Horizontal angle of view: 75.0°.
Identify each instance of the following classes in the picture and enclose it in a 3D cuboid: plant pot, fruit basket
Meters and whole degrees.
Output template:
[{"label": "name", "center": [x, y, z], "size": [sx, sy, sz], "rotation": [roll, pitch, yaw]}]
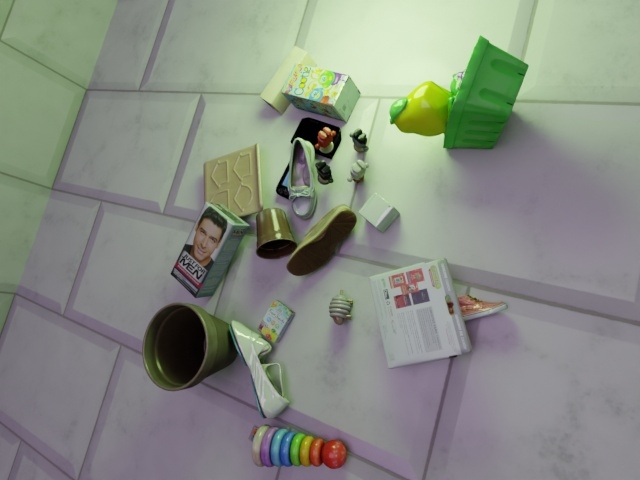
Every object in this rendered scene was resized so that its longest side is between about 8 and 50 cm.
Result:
[{"label": "plant pot", "center": [-0.191, -0.033, 1.699], "size": [0.167, 0.167, 0.165], "rotation": [-25, 60, 19]}, {"label": "fruit basket", "center": [0.429, -0.455, 1.367], "size": [0.392, 0.392, 0.282], "rotation": [21, 88, 29]}, {"label": "plant pot", "center": [-0.483, 0.417, 1.657], "size": [0.324, 0.280, 0.322], "rotation": [-6, 75, 24]}]

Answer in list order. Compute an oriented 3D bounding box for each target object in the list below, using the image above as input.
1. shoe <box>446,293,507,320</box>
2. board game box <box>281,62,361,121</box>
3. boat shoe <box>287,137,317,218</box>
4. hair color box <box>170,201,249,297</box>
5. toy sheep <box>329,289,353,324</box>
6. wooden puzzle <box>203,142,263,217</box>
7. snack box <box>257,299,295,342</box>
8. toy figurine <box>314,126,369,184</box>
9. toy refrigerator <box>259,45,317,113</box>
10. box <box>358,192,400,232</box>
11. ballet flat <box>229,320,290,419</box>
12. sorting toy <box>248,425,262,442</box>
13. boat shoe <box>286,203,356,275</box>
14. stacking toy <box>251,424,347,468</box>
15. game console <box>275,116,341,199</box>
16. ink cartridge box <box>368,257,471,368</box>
[{"label": "shoe", "center": [0.498, 0.207, 1.343], "size": [0.178, 0.064, 0.081], "rotation": [-22, 73, 26]}, {"label": "board game box", "center": [0.002, -0.619, 1.746], "size": [0.276, 0.144, 0.141], "rotation": [25, 89, 28]}, {"label": "boat shoe", "center": [-0.080, -0.247, 1.685], "size": [0.118, 0.103, 0.319], "rotation": [4, 93, 17]}, {"label": "hair color box", "center": [-0.480, 0.042, 1.798], "size": [0.185, 0.114, 0.374], "rotation": [36, 105, 23]}, {"label": "toy sheep", "center": [0.074, 0.246, 1.536], "size": [0.091, 0.091, 0.131], "rotation": [-5, 62, 25]}, {"label": "wooden puzzle", "center": [-0.389, -0.243, 1.892], "size": [0.348, 0.081, 0.321], "rotation": [-14, 71, 28]}, {"label": "snack box", "center": [-0.177, 0.322, 1.666], "size": [0.100, 0.037, 0.141], "rotation": [32, 92, 28]}, {"label": "toy figurine", "center": [0.083, -0.322, 1.620], "size": [0.210, 0.148, 0.212], "rotation": [0, 78, 3]}, {"label": "toy refrigerator", "center": [-0.146, -0.716, 1.868], "size": [0.094, 0.102, 0.269], "rotation": [39, 97, 28]}, {"label": "box", "center": [0.217, -0.102, 1.545], "size": [0.102, 0.087, 0.101], "rotation": [44, 98, 28]}, {"label": "ballet flat", "center": [-0.228, 0.478, 1.618], "size": [0.139, 0.139, 0.399], "rotation": [-31, 70, 17]}, {"label": "sorting toy", "center": [-0.242, 0.743, 1.610], "size": [0.062, 0.012, 0.083], "rotation": [22, 89, 29]}, {"label": "boat shoe", "center": [0.000, 0.000, 1.627], "size": [0.341, 0.122, 0.110], "rotation": [-43, 26, 8]}, {"label": "stacking toy", "center": [-0.068, 0.741, 1.467], "size": [0.331, 0.141, 0.141], "rotation": [-2, 77, 21]}, {"label": "game console", "center": [-0.063, -0.338, 1.768], "size": [0.213, 0.044, 0.361], "rotation": [27, 91, 29]}, {"label": "ink cartridge box", "center": [0.334, 0.242, 1.376], "size": [0.272, 0.130, 0.309], "rotation": [-18, 71, 25]}]
